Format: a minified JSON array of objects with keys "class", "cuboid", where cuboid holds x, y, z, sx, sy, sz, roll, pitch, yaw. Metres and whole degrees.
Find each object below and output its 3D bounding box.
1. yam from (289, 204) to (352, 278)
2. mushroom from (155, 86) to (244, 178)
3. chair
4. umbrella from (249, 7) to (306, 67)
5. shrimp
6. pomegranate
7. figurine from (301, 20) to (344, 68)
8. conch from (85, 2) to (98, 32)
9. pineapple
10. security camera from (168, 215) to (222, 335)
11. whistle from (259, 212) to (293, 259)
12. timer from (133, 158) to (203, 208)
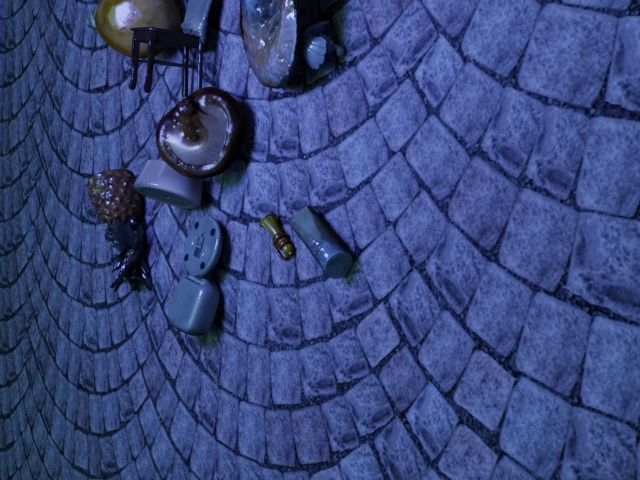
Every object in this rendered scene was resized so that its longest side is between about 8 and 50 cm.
[{"class":"yam","cuboid":[0.000,0.000,1.656,0.169,0.068,0.068,52,128,37]},{"class":"mushroom","cuboid":[-0.278,-0.256,1.933,0.231,0.138,0.194,-26,108,16]},{"class":"chair","cuboid":[-0.366,-0.524,2.018,0.160,0.186,0.319,24,108,59]},{"class":"umbrella","cuboid":[-0.093,-0.450,1.807,0.044,0.044,0.269,58,148,-2]},{"class":"shrimp","cuboid":[-0.090,-0.507,1.636,0.221,0.109,0.446,56,148,38]},{"class":"pomegranate","cuboid":[-0.489,-0.596,2.160,0.233,0.233,0.233,0,90,52]},{"class":"figurine","cuboid":[-0.001,-0.399,1.661,0.086,0.082,0.094,62,148,8]},{"class":"conch","cuboid":[-0.575,-0.659,2.299,0.124,0.181,0.187,20,131,44]},{"class":"pineapple","cuboid":[-0.564,-0.024,2.324,0.165,0.165,0.365,-22,82,50]},{"class":"security camera","cuboid":[-0.299,0.089,2.031,0.157,0.080,0.302,18,94,52]},{"class":"whistle","cuboid":[-0.098,-0.002,1.801,0.057,0.046,0.109,-43,62,25]},{"class":"timer","cuboid":[-0.359,-0.233,2.075,0.175,0.175,0.266,-1,71,52]}]
